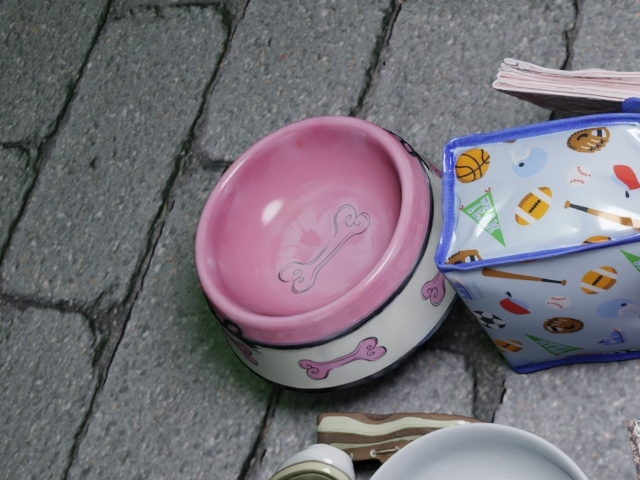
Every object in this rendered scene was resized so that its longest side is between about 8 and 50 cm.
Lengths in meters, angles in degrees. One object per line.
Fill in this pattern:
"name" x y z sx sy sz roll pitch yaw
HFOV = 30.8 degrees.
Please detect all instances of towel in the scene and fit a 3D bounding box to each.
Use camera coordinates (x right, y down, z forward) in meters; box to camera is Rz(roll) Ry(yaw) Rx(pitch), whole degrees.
"towel" 0.437 -0.186 1.546 0.317 0.332 0.053 11 94 33

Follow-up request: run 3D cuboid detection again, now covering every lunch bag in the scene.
"lunch bag" 0.380 -0.006 1.461 0.385 0.328 0.239 -8 60 26

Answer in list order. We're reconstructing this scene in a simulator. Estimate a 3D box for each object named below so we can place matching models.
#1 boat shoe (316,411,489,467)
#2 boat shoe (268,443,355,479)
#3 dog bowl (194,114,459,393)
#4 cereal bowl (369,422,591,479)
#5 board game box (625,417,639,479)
"boat shoe" 0.113 0.287 1.586 0.257 0.095 0.095 -5 73 33
"boat shoe" -0.011 0.322 1.503 0.113 0.302 0.103 26 56 3
"dog bowl" 0.000 0.000 1.649 0.408 0.150 0.408 -13 56 21
"cereal bowl" 0.204 0.403 1.423 0.339 0.141 0.339 -14 55 21
"board game box" 0.451 0.352 1.262 0.141 0.232 0.291 -17 56 19
